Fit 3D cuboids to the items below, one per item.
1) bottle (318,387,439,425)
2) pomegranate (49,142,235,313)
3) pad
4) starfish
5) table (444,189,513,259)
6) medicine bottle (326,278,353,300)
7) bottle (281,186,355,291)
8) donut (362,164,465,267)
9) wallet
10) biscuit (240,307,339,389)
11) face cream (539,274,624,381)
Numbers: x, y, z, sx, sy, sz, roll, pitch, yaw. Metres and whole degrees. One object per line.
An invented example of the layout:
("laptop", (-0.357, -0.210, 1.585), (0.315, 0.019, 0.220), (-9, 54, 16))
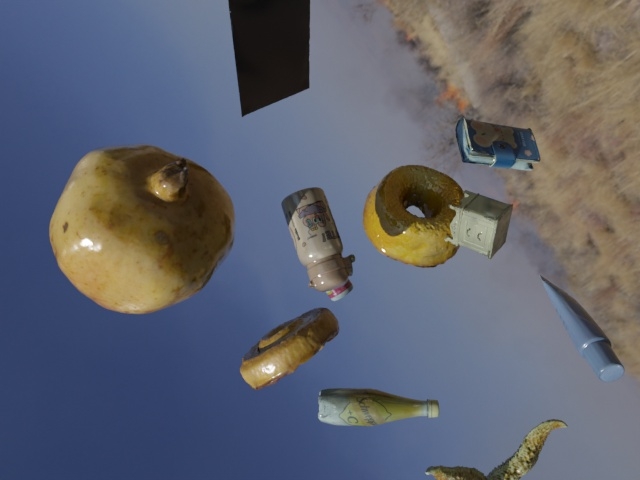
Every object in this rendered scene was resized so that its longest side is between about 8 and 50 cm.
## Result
("bottle", (0.130, 0.374, 1.177), (0.083, 0.269, 0.083), (-2, -90, -84))
("pomegranate", (-0.323, -0.034, 0.971), (0.342, 0.342, 0.342), (46, -164, -17))
("pad", (-0.123, -0.521, 1.372), (0.007, 0.247, 0.367), (43, 151, 30))
("starfish", (0.243, 0.438, 0.883), (0.347, 0.358, 0.078), (95, 152, -49))
("table", (0.254, -0.027, 0.845), (0.083, 0.062, 0.079), (26, 136, 32))
("medicine bottle", (0.017, 0.093, 1.751), (0.217, 0.090, 0.090), (56, -165, -3))
("bottle", (0.000, 0.000, 1.084), (0.097, 0.110, 0.209), (110, 141, -74))
("donut", (0.240, -0.076, 1.285), (0.277, 0.277, 0.108), (60, 154, 31))
("wallet", (0.456, -0.247, 1.355), (0.202, 0.059, 0.141), (7, -127, -10))
("biscuit", (-0.087, 0.275, 1.396), (0.102, 0.296, 0.296), (56, -165, -3))
("face cream", (0.755, 0.245, 1.523), (0.135, 0.086, 0.385), (30, -153, -19))
